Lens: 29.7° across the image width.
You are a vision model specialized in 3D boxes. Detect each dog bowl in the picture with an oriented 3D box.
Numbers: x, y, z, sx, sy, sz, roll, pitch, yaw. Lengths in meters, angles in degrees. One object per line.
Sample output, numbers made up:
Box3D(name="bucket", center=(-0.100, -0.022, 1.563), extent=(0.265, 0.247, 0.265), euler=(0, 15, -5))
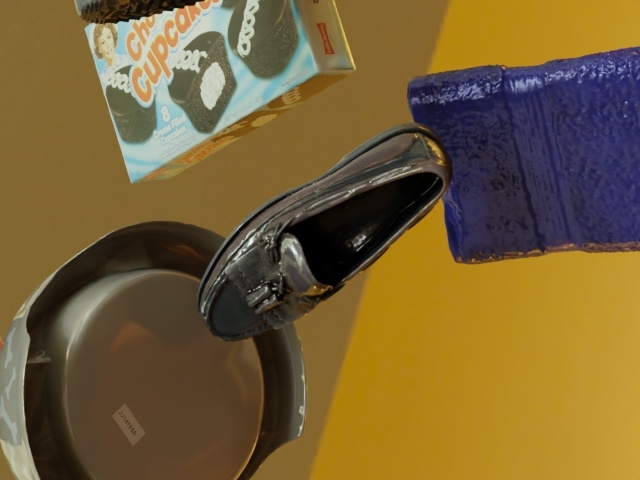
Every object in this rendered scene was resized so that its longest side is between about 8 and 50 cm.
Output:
Box3D(name="dog bowl", center=(-0.175, 0.157, 1.241), extent=(0.349, 0.102, 0.348), euler=(10, -104, -41))

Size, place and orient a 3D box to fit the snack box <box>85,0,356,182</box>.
Box3D(name="snack box", center=(-0.114, -0.198, 1.233), extent=(0.060, 0.322, 0.187), euler=(-11, -99, -44))

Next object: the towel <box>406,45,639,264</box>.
Box3D(name="towel", center=(0.261, -0.091, 1.264), extent=(0.076, 0.308, 0.227), euler=(-54, -47, -51))

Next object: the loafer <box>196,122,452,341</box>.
Box3D(name="loafer", center=(0.000, 0.000, 1.173), extent=(0.302, 0.095, 0.109), euler=(-39, -68, 9))

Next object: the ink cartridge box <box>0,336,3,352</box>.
Box3D(name="ink cartridge box", center=(-0.508, 0.079, 1.214), extent=(0.270, 0.151, 0.395), euler=(-32, -44, -11))

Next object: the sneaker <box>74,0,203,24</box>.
Box3D(name="sneaker", center=(-0.084, -0.290, 1.038), extent=(0.319, 0.112, 0.131), euler=(-27, -87, -22))
